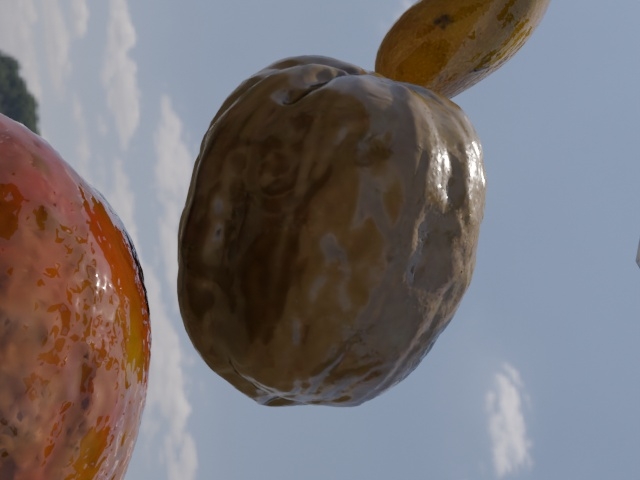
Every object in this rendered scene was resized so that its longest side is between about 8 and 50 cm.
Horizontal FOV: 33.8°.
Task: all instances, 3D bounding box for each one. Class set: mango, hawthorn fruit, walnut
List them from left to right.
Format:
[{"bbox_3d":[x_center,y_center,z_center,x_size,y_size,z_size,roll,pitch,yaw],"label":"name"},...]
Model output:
[{"bbox_3d":[-0.339,0.112,0.703,0.472,0.471,0.472,176,-90,-72],"label":"hawthorn fruit"},{"bbox_3d":[0.002,0.001,1.016,0.344,0.306,0.306,-67,-157,7],"label":"walnut"},{"bbox_3d":[0.174,-0.240,1.172,0.262,0.157,0.109,-38,-108,18],"label":"mango"}]

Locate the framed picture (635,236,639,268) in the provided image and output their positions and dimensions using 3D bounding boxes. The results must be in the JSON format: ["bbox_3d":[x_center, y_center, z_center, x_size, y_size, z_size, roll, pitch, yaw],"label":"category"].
[{"bbox_3d":[0.499,-0.044,1.532,0.173,0.010,0.231,-83,178,-68],"label":"framed picture"}]
